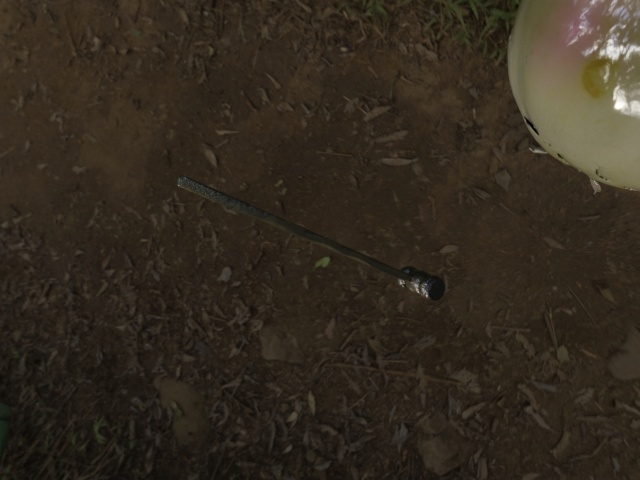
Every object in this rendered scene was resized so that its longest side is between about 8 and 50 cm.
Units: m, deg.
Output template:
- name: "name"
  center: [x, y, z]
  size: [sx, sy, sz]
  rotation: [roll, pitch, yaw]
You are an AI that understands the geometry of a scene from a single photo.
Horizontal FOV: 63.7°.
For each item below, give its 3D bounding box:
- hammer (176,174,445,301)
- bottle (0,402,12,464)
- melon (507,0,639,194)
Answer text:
- name: "hammer"
  center: [0.000, 0.000, 0.500]
  size: [0.058, 0.292, 0.029]
  rotation: [19, 86, 63]
- name: "bottle"
  center: [-0.182, 0.126, 0.261]
  size: [0.030, 0.030, 0.083]
  rotation: [10, 87, 24]
- name: "melon"
  center: [0.260, -0.173, 0.329]
  size: [0.223, 0.223, 0.317]
  rotation: [37, 111, 20]
